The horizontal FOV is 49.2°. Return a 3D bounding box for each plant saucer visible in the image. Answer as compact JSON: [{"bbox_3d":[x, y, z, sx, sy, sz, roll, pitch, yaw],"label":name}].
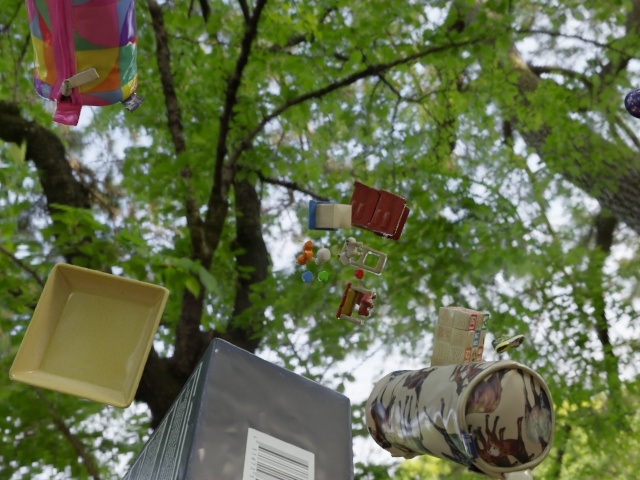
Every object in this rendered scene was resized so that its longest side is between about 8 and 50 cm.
[{"bbox_3d":[-0.601,0.255,1.862,0.332,0.333,0.081,13,-22,5],"label":"plant saucer"}]

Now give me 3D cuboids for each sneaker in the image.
[{"bbox_3d":[0.424,0.226,1.585,0.083,0.035,0.031,-16,-52,-23],"label":"sneaker"}]

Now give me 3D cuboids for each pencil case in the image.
[{"bbox_3d":[0.215,0.304,1.185,0.159,0.184,0.410,12,-15,-15],"label":"pencil case"},{"bbox_3d":[-0.205,-0.223,0.597,0.104,0.104,0.236,-8,-48,-20],"label":"pencil case"}]

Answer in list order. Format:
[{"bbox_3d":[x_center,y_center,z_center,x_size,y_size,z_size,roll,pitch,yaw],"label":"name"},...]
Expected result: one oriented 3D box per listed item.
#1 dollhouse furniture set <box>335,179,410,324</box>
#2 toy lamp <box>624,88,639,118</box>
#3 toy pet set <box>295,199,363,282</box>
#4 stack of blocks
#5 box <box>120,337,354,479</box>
[{"bbox_3d":[0.116,0.038,1.958,0.152,0.374,0.201,20,-3,11],"label":"dollhouse furniture set"},{"bbox_3d":[0.698,-0.331,1.375,0.080,0.080,0.275,-13,-17,-11],"label":"toy lamp"},{"bbox_3d":[0.000,0.000,0.995,0.065,0.114,0.122,2,0,43],"label":"toy pet set"},{"bbox_3d":[0.352,0.322,1.785,0.087,0.297,0.171,10,1,33],"label":"stack of blocks"},{"bbox_3d":[-0.110,0.316,0.691,0.182,0.296,0.294,28,-61,-16],"label":"box"}]
